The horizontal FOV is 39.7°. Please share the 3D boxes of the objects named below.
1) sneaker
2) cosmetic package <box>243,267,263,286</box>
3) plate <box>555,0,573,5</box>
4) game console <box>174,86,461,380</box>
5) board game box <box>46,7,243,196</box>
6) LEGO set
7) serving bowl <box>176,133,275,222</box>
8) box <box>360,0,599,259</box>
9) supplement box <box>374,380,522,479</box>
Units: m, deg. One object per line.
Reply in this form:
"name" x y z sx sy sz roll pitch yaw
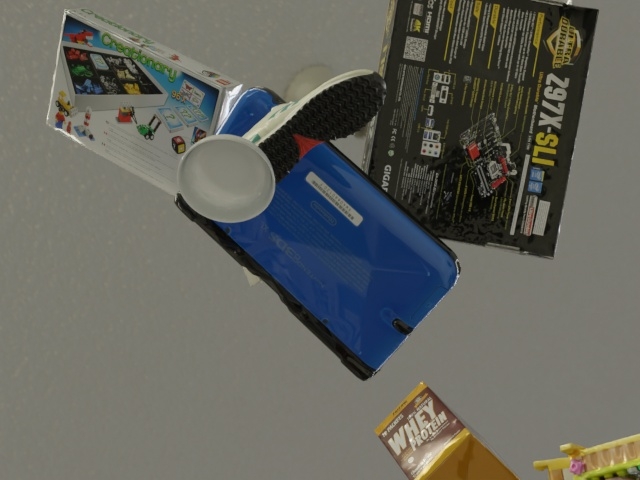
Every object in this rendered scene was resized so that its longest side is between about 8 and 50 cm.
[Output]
"sneaker" -0.016 -0.117 0.827 0.161 0.075 0.057 -35 -54 13
"cosmetic package" -0.071 0.040 1.549 0.115 0.060 0.041 -20 -94 -26
"plate" 0.236 -0.214 1.317 0.045 0.277 0.278 29 -116 -56
"game console" 0.000 0.000 0.994 0.250 0.293 0.173 -52 -10 28
"board game box" -0.271 -0.201 1.324 0.053 0.305 0.193 -29 -37 -57
"LEGO set" 0.253 0.236 0.751 0.132 0.107 0.287 8 -32 -21
"serving bowl" -0.079 -0.057 0.756 0.083 0.027 0.083 1 -54 2
"box" 0.192 -0.154 1.128 0.257 0.079 0.322 9 -88 -6
"supplement box" 0.228 0.384 1.546 0.129 0.194 0.191 -46 -65 0
